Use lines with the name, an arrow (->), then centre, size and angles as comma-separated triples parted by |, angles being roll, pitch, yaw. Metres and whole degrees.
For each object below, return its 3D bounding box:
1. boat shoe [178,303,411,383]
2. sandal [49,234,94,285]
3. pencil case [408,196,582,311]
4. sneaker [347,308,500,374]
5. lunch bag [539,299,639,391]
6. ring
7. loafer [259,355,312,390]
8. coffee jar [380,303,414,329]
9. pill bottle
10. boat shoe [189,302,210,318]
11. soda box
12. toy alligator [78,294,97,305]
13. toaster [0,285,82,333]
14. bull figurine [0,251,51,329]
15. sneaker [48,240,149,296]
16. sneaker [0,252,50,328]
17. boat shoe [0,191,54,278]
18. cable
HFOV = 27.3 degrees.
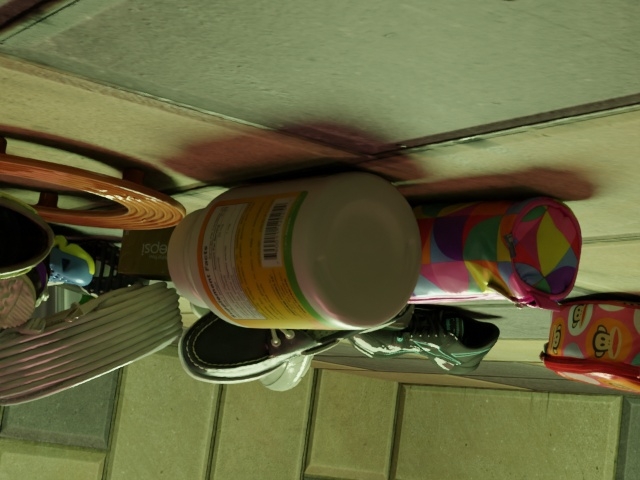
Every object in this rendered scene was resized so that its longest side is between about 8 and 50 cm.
boat shoe -> -0.027, 0.088, 1.606 | 0.302, 0.114, 0.091 | -22, 169, -14
sandal -> -0.461, 0.039, 1.767 | 0.317, 0.138, 0.126 | 5, 169, 3
pencil case -> 0.125, 0.013, 1.202 | 0.104, 0.104, 0.236 | 14, 170, -37
sneaker -> 0.159, 0.136, 2.073 | 0.267, 0.101, 0.106 | 13, 148, -26
lunch bag -> 0.455, 0.150, 1.781 | 0.293, 0.120, 0.258 | 11, 175, -12
ring -> -0.301, -0.060, 1.332 | 0.336, 0.032, 0.336 | 7, 170, 1
loafer -> -0.054, 0.140, 2.017 | 0.111, 0.112, 0.319 | 20, 147, -6
coffee jar -> 0.029, 0.078, 1.771 | 0.184, 0.079, 0.096 | -1, 170, 41
pill bottle -> -0.035, 0.013, 1.213 | 0.136, 0.136, 0.245 | 14, 169, -36
boat shoe -> -0.116, 0.114, 2.126 | 0.227, 0.079, 0.081 | 9, 167, -30
soda box -> -0.160, 0.019, 1.608 | 0.181, 0.061, 0.058 | 2, 170, 35
toy alligator -> -0.328, 0.077, 1.952 | 0.051, 0.189, 0.056 | 53, 179, 34
toaster -> -0.442, 0.086, 2.026 | 0.168, 0.110, 0.185 | 5, -170, 16
bull figurine -> -0.472, 0.015, 1.589 | 0.310, 0.188, 0.101 | 3, 135, -24
sneaker -> -0.312, 0.042, 1.861 | 0.234, 0.078, 0.106 | 6, 175, 37
sneaker -> -0.439, -0.015, 1.497 | 0.293, 0.102, 0.146 | 29, -147, -7
boat shoe -> -0.383, -0.017, 1.244 | 0.091, 0.109, 0.305 | 1, 175, 33
cable -> -0.287, 0.122, 1.600 | 0.257, 0.089, 0.257 | -19, 179, -45
